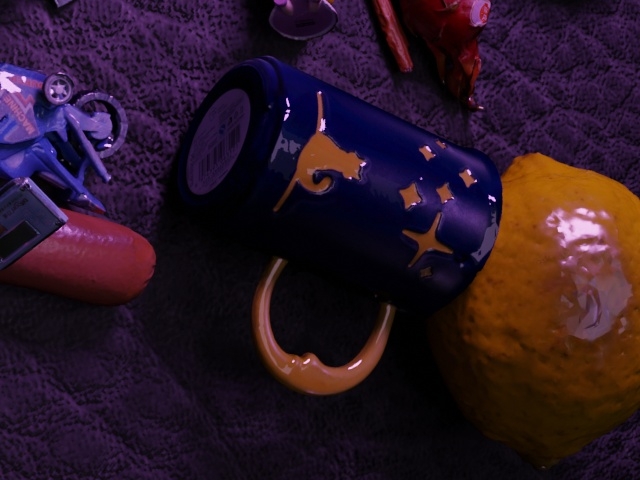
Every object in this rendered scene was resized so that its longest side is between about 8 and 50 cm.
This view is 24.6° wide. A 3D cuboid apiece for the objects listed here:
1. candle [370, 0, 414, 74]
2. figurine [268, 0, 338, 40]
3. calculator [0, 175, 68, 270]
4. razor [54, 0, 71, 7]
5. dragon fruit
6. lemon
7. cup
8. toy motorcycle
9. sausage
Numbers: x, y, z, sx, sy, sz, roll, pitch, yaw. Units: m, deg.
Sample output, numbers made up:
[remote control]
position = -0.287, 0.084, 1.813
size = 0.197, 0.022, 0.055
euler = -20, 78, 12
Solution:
[candle]
position = 0.056, -0.245, 1.461
size = 0.026, 0.021, 0.167
euler = -43, 114, -55
[figurine]
position = -0.014, -0.264, 1.387
size = 0.095, 0.115, 0.156
euler = -3, 70, -2
[calculator]
position = -0.283, 0.014, 1.170
size = 0.172, 0.018, 0.057
euler = -35, 118, 14
[razor]
position = -0.207, -0.230, 1.142
size = 0.056, 0.278, 0.111
euler = -28, 107, -2
[dragon fruit]
position = 0.138, -0.216, 1.479
size = 0.094, 0.094, 0.190
euler = -40, 116, -28
[lemon]
position = 0.225, 0.069, 1.438
size = 0.253, 0.253, 0.310
euler = 1, 85, -34
[cup]
position = 0.013, -0.014, 1.318
size = 0.256, 0.178, 0.255
euler = 22, 51, -30
[toy motorcycle]
position = -0.256, -0.092, 1.221
size = 0.205, 0.076, 0.114
euler = 17, 89, -35
[sausage]
position = -0.229, 0.008, 1.234
size = 0.194, 0.077, 0.077
euler = 16, 81, -31
